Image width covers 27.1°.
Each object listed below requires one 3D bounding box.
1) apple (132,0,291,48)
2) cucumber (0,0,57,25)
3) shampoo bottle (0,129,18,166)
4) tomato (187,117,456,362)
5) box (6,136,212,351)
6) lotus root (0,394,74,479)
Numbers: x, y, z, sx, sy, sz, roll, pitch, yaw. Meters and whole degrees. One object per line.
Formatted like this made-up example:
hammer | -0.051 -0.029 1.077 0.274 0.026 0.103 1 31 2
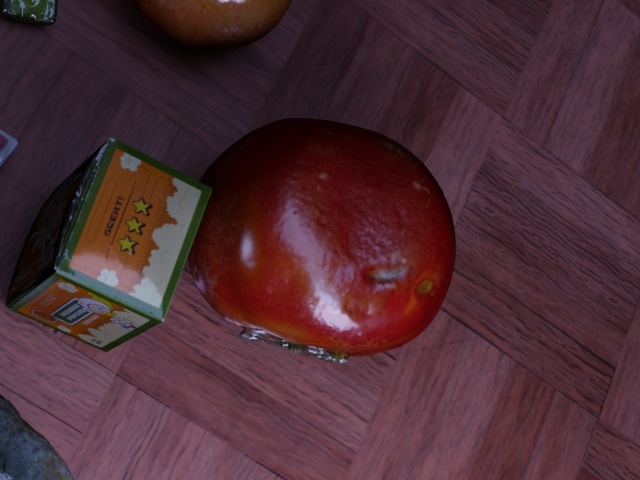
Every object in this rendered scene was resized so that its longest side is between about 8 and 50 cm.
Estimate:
apple | -0.140 -0.387 1.722 0.251 0.206 0.272 26 66 -17
cucumber | -0.370 -0.378 1.665 0.078 0.062 0.211 1 95 -32
shampoo bottle | -0.419 -0.120 1.581 0.099 0.043 0.072 40 60 -14
tomato | 0.000 0.000 1.645 0.325 0.293 0.289 14 81 -15
box | -0.251 0.008 1.547 0.148 0.195 0.177 28 64 -20
lotus root | -0.386 0.240 1.425 0.349 0.175 0.175 48 59 -8
